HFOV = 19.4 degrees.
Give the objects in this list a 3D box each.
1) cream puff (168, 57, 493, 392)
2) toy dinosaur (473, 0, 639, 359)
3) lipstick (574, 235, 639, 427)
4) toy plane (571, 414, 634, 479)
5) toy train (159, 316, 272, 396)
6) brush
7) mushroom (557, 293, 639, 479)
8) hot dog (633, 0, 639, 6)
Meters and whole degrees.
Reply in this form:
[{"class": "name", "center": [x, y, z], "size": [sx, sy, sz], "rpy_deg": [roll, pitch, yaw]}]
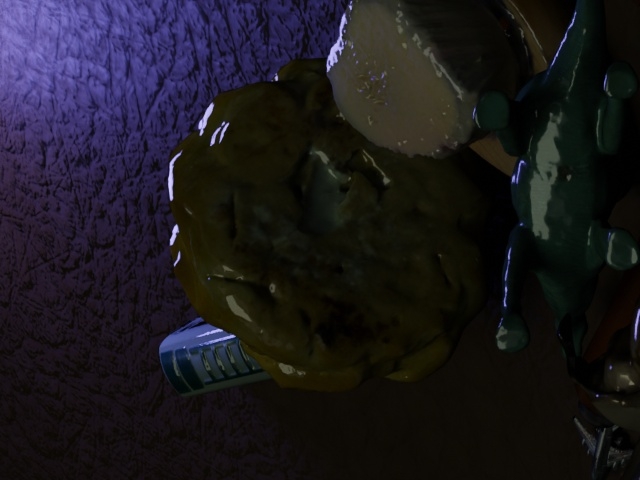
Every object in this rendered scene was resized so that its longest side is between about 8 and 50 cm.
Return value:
[{"class": "cream puff", "center": [0.001, 0.002, 1.795], "size": [0.324, 0.291, 0.257], "rpy_deg": [39, 164, 2]}, {"class": "toy dinosaur", "center": [0.203, -0.064, 1.520], "size": [0.129, 0.331, 0.383], "rpy_deg": [4, 98, 10]}, {"class": "lipstick", "center": [0.300, 0.015, 1.584], "size": [0.077, 0.077, 0.418], "rpy_deg": [44, 141, 25]}, {"class": "toy plane", "center": [0.270, 0.196, 1.766], "size": [0.078, 0.031, 0.083], "rpy_deg": [27, 130, 39]}, {"class": "toy train", "center": [-0.037, 0.103, 2.040], "size": [0.407, 0.088, 0.086], "rpy_deg": [-18, 96, 52]}, {"class": "brush", "center": [0.148, -0.121, 1.618], "size": [0.266, 0.166, 0.174], "rpy_deg": [51, 142, 14]}, {"class": "mushroom", "center": [0.318, 0.113, 1.373], "size": [0.294, 0.362, 0.362], "rpy_deg": [32, 137, 8]}, {"class": "hot dog", "center": [0.270, -0.346, 1.334], "size": [0.267, 0.174, 0.387], "rpy_deg": [26, 140, 43]}]
